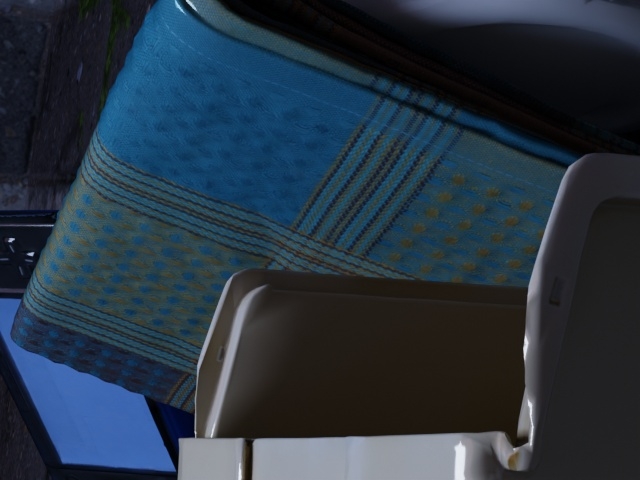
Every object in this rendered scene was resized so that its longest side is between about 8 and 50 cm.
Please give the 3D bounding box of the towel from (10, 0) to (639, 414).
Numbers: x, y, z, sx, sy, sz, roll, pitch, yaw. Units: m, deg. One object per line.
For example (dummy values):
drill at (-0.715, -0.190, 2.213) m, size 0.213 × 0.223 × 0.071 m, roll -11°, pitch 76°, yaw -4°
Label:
towel at (0.007, 0.017, 0.851) m, size 0.370 × 0.271 × 0.040 m, roll 128°, pitch 162°, yaw -58°

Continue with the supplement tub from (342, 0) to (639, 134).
supplement tub at (0.091, -0.217, 0.813) m, size 0.193 × 0.194 × 0.316 m, roll 144°, pitch 131°, yaw -65°

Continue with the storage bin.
storage bin at (0.113, 0.061, 0.522) m, size 0.262 × 0.260 × 0.123 m, roll 162°, pitch 111°, yaw -70°

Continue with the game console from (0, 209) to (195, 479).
game console at (-0.145, 0.140, 1.200) m, size 0.173 × 0.250 × 0.293 m, roll -60°, pitch -39°, yaw -46°
